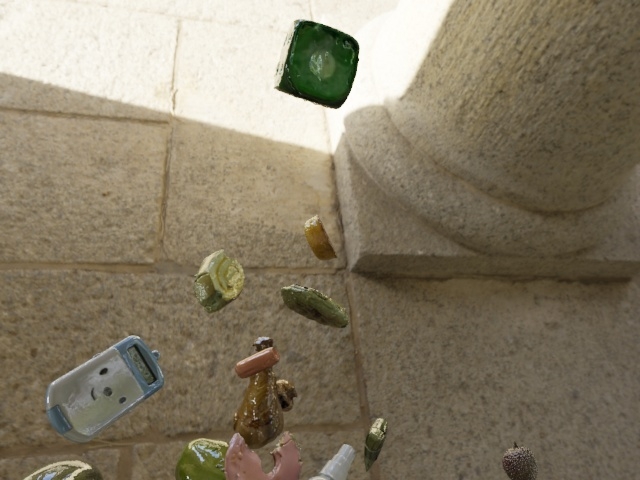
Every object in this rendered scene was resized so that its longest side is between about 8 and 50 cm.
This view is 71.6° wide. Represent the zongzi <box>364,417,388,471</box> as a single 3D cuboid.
[{"bbox_3d":[0.156,0.581,1.274,0.055,0.119,0.109,15,14,20],"label":"zongzi"}]

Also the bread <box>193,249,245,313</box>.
[{"bbox_3d":[-0.399,0.163,1.712,0.186,0.124,0.257,58,22,-22],"label":"bread"}]

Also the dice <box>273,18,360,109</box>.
[{"bbox_3d":[-0.009,-0.318,0.811,0.131,0.128,0.120,12,14,-19],"label":"dice"}]

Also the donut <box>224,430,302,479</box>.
[{"bbox_3d":[-0.164,0.655,1.265,0.233,0.085,0.199,11,50,-24],"label":"donut"}]

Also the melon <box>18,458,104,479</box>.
[{"bbox_3d":[-0.841,0.823,1.391,0.301,0.237,0.237,6,50,-56],"label":"melon"}]

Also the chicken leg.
[{"bbox_3d":[-0.198,0.567,1.700,0.295,0.182,0.409,-1,92,-49],"label":"chicken leg"}]

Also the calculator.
[{"bbox_3d":[-0.377,0.259,0.797,0.210,0.039,0.121,-32,95,-48],"label":"calculator"}]

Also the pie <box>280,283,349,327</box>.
[{"bbox_3d":[-0.026,0.255,1.707,0.306,0.306,0.071,24,68,-1],"label":"pie"}]

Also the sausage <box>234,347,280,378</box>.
[{"bbox_3d":[-0.114,0.222,0.804,0.083,0.034,0.034,-27,67,3],"label":"sausage"}]

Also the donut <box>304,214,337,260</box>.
[{"bbox_3d":[0.000,0.000,0.919,0.043,0.108,0.097,-25,72,5],"label":"donut"}]

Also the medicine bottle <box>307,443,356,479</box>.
[{"bbox_3d":[-0.012,0.657,1.092,0.110,0.110,0.352,39,43,9],"label":"medicine bottle"}]

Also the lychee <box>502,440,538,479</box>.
[{"bbox_3d":[0.390,0.438,0.870,0.067,0.068,0.083,-16,81,-9],"label":"lychee"}]

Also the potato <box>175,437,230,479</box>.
[{"bbox_3d":[-0.347,0.802,1.504,0.304,0.216,0.216,15,54,22],"label":"potato"}]
